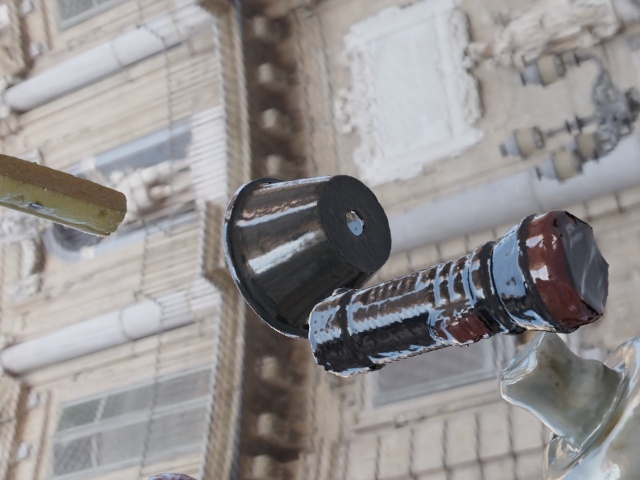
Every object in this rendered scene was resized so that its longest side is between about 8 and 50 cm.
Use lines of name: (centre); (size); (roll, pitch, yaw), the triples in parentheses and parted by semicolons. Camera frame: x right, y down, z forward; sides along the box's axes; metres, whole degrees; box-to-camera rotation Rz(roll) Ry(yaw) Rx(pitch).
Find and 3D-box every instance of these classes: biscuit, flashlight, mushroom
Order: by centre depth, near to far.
flashlight: (0.093, 0.049, 0.815); (0.093, 0.232, 0.093); (30, -131, -43)
mushroom: (0.293, 0.187, 1.168); (0.243, 0.243, 0.243); (44, -143, -47)
biscuit: (-0.330, -0.054, 1.337); (0.188, 0.056, 0.052); (18, -147, -26)

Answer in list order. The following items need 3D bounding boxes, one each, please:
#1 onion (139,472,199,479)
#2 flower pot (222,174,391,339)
onion: (-0.248, 0.490, 1.670); (0.256, 0.272, 0.230); (-80, -31, -48)
flower pot: (0.000, 0.000, 1.679); (0.269, 0.166, 0.269); (29, -133, -36)
